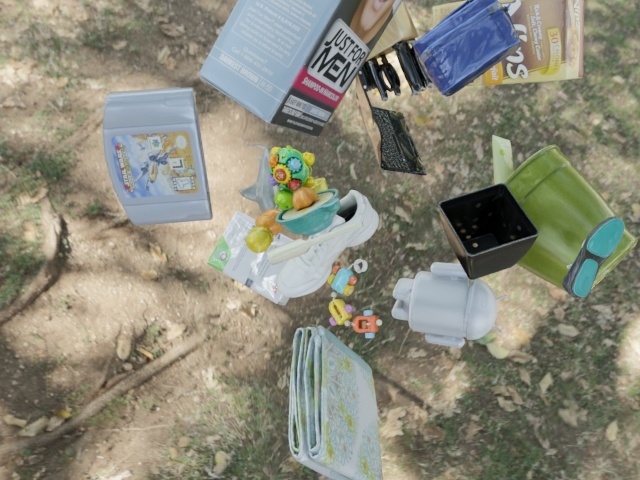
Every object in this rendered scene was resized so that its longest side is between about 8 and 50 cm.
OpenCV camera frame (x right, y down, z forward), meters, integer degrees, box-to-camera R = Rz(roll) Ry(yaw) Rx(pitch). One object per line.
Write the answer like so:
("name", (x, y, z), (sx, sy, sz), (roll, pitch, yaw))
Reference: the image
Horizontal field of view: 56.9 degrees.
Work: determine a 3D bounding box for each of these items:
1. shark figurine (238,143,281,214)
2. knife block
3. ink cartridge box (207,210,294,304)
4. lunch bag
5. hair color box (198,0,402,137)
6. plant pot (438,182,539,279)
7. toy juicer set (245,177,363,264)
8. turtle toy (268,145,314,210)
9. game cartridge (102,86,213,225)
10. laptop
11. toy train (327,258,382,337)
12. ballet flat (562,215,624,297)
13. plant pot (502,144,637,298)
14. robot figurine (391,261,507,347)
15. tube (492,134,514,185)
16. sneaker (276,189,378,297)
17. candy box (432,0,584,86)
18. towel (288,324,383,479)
("shark figurine", (-0.169, -0.164, 1.636), (0.116, 0.166, 0.278), (-8, 78, -1))
("knife block", (0.138, -0.429, 1.177), (0.242, 0.275, 0.088), (29, 34, 20))
("ink cartridge box", (-0.189, 0.058, 1.891), (0.273, 0.115, 0.198), (29, 86, 13))
("lunch bag", (0.143, -0.194, 0.572), (0.098, 0.067, 0.065), (-33, 89, 18))
("hair color box", (0.025, -0.318, 0.711), (0.114, 0.185, 0.374), (35, 104, 12))
("plant pot", (0.424, -0.008, 1.532), (0.188, 0.167, 0.188), (-17, 53, -5))
("toy juicer set", (-0.056, -0.044, 1.150), (0.209, 0.329, 0.089), (-26, 107, -3))
("turtle toy", (-0.065, -0.124, 1.169), (0.095, 0.130, 0.066), (13, 28, 23))
("game cartridge", (-0.343, -0.166, 1.238), (0.198, 0.297, 0.062), (-7, 32, -7))
("laptop", (0.196, -0.320, 1.617), (0.264, 0.136, 0.234), (3, 59, -34))
("toy train", (0.077, 0.127, 1.261), (0.125, 0.046, 0.166), (-13, 77, 32))
("ballet flat", (0.610, 0.034, 1.338), (0.074, 0.074, 0.203), (27, 93, 6))
("plant pot", (0.705, -0.029, 1.738), (0.366, 0.366, 0.353), (-36, 66, -17))
("robot figurine", (0.414, 0.209, 1.912), (0.354, 0.299, 0.200), (8, 26, 17))
("tube", (0.542, -0.189, 1.742), (0.062, 0.070, 0.240), (-3, 80, 8))
("sneaker", (0.000, 0.000, 1.391), (0.305, 0.152, 0.114), (-45, 56, -9))
("candy box", (0.396, -0.432, 1.274), (0.088, 0.317, 0.182), (-19, 111, -40))
("towel", (0.042, 0.410, 1.423), (0.090, 0.374, 0.320), (-17, 52, 23))
